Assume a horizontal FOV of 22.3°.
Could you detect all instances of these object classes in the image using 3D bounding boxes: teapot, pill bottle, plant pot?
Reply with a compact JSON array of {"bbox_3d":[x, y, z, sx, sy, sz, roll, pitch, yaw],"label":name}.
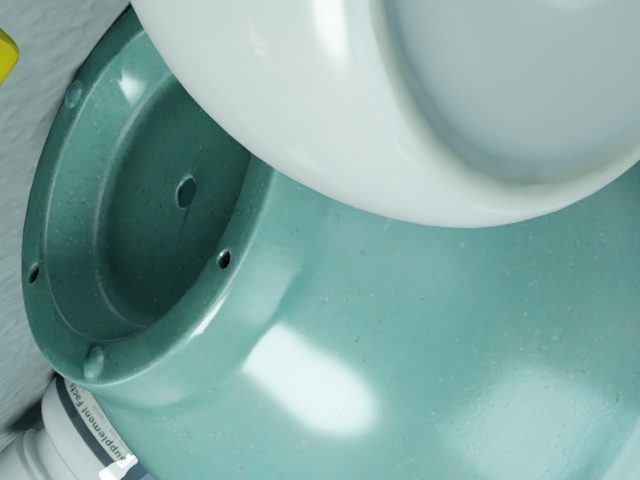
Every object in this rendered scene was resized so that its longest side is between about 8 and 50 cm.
[{"bbox_3d":[0.014,-0.133,0.516,0.252,0.187,0.256,-53,139,-16],"label":"teapot"},{"bbox_3d":[-0.098,0.101,0.947,0.180,0.108,0.108,-41,162,6],"label":"pill bottle"},{"bbox_3d":[0.000,0.000,0.688,0.196,0.293,0.293,22,122,-38],"label":"plant pot"}]

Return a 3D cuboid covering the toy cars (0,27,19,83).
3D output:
[{"bbox_3d":[-0.256,-0.039,0.365,0.393,0.087,0.176,-21,143,-33],"label":"toy cars"}]
